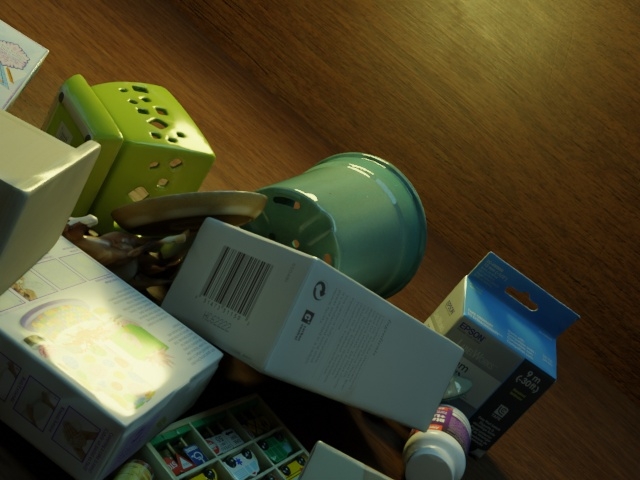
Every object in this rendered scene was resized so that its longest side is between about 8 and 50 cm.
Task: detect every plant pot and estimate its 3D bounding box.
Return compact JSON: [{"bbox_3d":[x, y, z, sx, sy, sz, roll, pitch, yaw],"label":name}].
[{"bbox_3d":[0.000,0.000,1.460,0.341,0.341,0.334,44,25,14],"label":"plant pot"},{"bbox_3d":[-0.197,-0.037,1.106,0.236,0.237,0.032,3,78,-63],"label":"plant pot"},{"bbox_3d":[-0.352,-0.136,1.225,0.207,0.228,0.227,7,36,-48],"label":"plant pot"}]

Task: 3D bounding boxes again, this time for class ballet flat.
[{"bbox_3d":[0.184,0.272,1.347,0.213,0.068,0.072,-13,15,-13],"label":"ballet flat"}]

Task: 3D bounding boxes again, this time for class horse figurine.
[{"bbox_3d":[-0.274,0.027,1.080,0.263,0.175,0.066,93,-11,-71],"label":"horse figurine"}]

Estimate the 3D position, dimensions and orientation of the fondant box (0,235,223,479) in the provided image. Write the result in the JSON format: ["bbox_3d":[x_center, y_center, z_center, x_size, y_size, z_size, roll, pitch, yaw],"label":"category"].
[{"bbox_3d":[-0.308,0.106,0.842,0.330,0.096,0.238,33,16,9],"label":"fondant box"}]

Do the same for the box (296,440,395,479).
[{"bbox_3d":[0.108,0.364,0.833,0.311,0.121,0.148,25,-21,11],"label":"box"}]

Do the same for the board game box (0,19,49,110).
[{"bbox_3d":[-0.623,-0.277,1.087,0.319,0.066,0.317,33,41,-21],"label":"board game box"}]

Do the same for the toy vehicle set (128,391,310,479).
[{"bbox_3d":[-0.109,0.293,0.935,0.166,0.035,0.267,45,18,18],"label":"toy vehicle set"}]

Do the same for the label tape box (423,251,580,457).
[{"bbox_3d":[0.327,0.234,1.449,0.249,0.347,0.115,35,18,-14],"label":"label tape box"}]

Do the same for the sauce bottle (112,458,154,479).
[{"bbox_3d":[-0.212,0.279,0.752,0.042,0.042,0.128,37,19,-5],"label":"sauce bottle"}]

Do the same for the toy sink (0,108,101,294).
[{"bbox_3d":[-0.354,-0.049,0.774,0.131,0.152,0.234,29,18,-8],"label":"toy sink"}]

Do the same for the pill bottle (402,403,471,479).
[{"bbox_3d":[0.202,0.367,1.261,0.108,0.108,0.193,41,17,7],"label":"pill bottle"}]

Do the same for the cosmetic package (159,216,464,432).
[{"bbox_3d":[0.007,0.142,1.110,0.230,0.161,0.453,20,-9,41],"label":"cosmetic package"}]

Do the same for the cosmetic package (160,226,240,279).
[{"bbox_3d":[-0.187,0.048,1.245,0.107,0.127,0.238,24,25,-39],"label":"cosmetic package"}]
